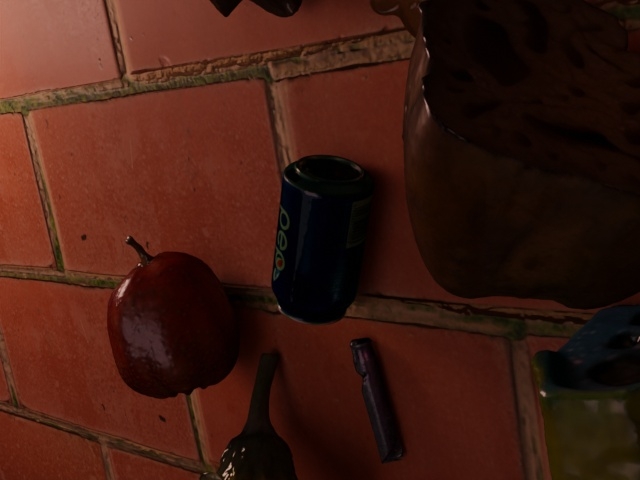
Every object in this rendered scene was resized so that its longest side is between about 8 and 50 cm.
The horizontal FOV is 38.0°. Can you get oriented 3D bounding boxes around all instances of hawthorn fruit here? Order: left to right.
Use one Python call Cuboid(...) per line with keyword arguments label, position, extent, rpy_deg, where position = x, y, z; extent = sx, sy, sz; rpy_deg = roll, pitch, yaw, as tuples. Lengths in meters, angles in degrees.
Cuboid(label="hawthorn fruit", position=(-0.230, 0.107, 1.398), extent=(0.205, 0.205, 0.253), rpy_deg=(-13, 95, 46))

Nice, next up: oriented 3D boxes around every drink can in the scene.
Cuboid(label="drink can", position=(0.000, 0.000, 1.187), extent=(0.118, 0.118, 0.205), rpy_deg=(28, 122, 35))

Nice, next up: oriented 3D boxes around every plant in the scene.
Cuboid(label="plant", position=(-0.112, 0.339, 1.323), extent=(0.305, 0.261, 0.297), rpy_deg=(-20, 92, 57))

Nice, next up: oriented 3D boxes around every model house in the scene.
Cuboid(label="model house", position=(0.309, 0.202, 0.841), extent=(0.215, 0.303, 0.237), rpy_deg=(-7, 100, 39))

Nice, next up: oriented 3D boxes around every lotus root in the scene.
Cuboid(label="lotus root", position=(0.215, -0.083, 0.877), extent=(0.316, 0.316, 0.250), rpy_deg=(43, 149, 25))

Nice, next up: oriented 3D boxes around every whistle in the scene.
Cuboid(label="whistle", position=(0.075, 0.215, 1.255), extent=(0.033, 0.033, 0.177), rpy_deg=(-11, 97, 46))

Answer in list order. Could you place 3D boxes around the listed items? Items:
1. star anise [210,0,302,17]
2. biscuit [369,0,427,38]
Cuboid(label="star anise", position=(-0.094, -0.423, 1.131), extent=(0.315, 0.108, 0.316), rpy_deg=(14, 111, 40))
Cuboid(label="biscuit", position=(0.107, -0.271, 0.998), extent=(0.118, 0.023, 0.140), rpy_deg=(-15, 121, 25))
